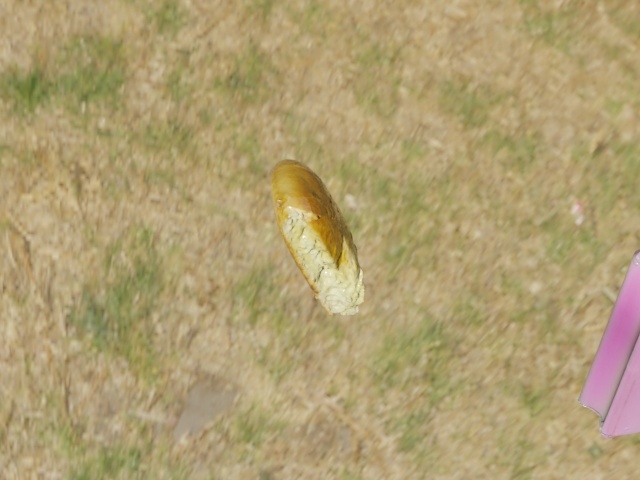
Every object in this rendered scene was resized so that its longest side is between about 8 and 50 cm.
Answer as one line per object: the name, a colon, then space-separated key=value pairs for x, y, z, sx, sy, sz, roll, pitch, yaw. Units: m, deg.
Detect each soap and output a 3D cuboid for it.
soap: x=0.332 y=0.091 z=1.373 sx=0.122 sy=0.203 sz=0.065 roll=-10 pitch=45 yaw=-23

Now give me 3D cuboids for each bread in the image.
bread: x=-0.009 y=-0.023 z=1.243 sx=0.054 sy=0.154 sz=0.136 roll=-23 pitch=47 yaw=1
